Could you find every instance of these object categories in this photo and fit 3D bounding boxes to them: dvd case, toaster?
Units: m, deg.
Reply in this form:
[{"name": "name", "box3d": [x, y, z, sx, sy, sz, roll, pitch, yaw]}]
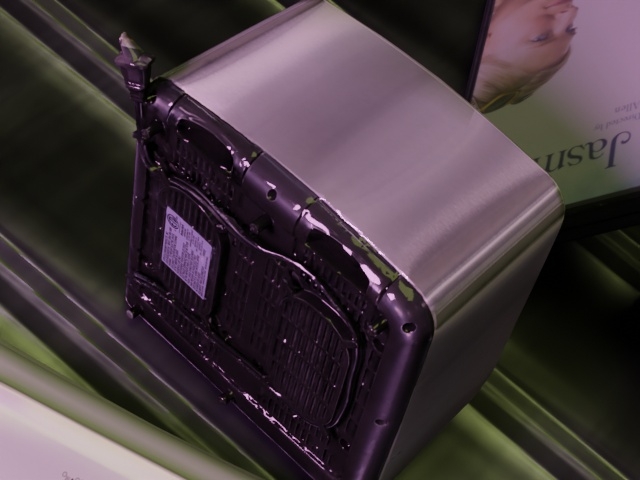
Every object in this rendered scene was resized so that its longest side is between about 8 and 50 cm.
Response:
[{"name": "dvd case", "box3d": [0.160, -0.099, 0.762, 0.022, 0.180, 0.253, 52, 38, -34]}, {"name": "toaster", "box3d": [0.000, 0.000, 0.622, 0.168, 0.186, 0.110, 40, 56, 20]}]

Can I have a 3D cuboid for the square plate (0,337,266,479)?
[{"name": "square plate", "box3d": [-0.133, 0.193, 0.534, 0.347, 0.049, 0.344, 27, 53, 1]}]
